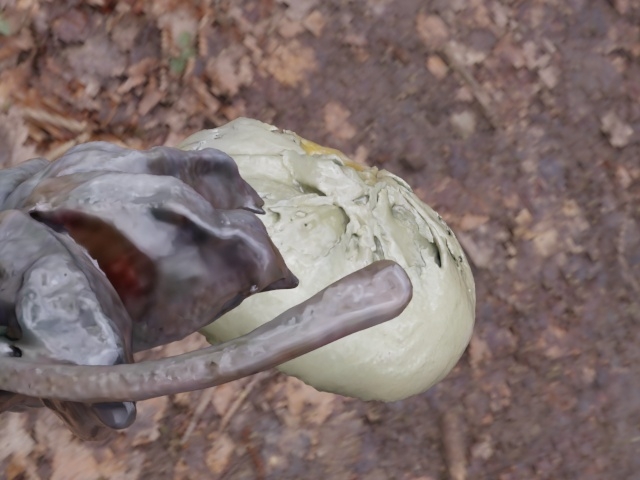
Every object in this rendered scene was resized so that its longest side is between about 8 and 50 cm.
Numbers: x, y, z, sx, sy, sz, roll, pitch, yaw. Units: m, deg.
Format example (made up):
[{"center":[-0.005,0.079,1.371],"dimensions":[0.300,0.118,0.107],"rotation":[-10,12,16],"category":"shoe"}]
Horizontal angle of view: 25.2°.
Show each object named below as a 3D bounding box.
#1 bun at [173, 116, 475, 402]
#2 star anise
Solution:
[{"center":[0.000,0.000,1.107],"dimensions":[0.287,0.146,0.287],"rotation":[26,20,-10],"category":"bun"},{"center":[-0.135,0.014,0.724],"dimensions":[0.359,0.316,0.139],"rotation":[-19,114,8],"category":"star anise"}]
